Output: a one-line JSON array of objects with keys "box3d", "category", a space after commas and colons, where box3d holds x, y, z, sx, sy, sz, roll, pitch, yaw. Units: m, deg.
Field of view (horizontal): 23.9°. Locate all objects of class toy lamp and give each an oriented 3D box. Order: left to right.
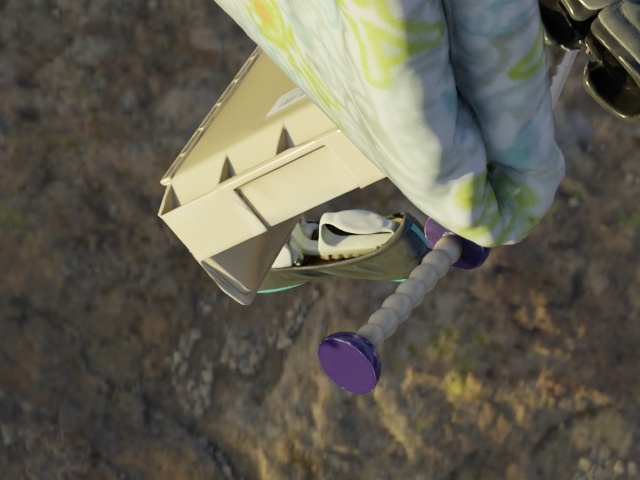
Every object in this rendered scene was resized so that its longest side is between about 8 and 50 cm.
[{"box3d": [0.101, 0.042, 1.554, 0.080, 0.080, 0.274, 31, 50, 16], "category": "toy lamp"}]

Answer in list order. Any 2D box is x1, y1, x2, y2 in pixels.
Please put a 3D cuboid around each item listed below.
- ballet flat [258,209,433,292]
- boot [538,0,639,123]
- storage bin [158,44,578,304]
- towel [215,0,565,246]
[{"box3d": [0.000, 0.000, 1.817, 0.281, 0.096, 0.095, -6, 46, 22], "category": "ballet flat"}, {"box3d": [0.182, -0.194, 0.907, 0.161, 0.083, 0.246, -21, 65, -18], "category": "boot"}, {"box3d": [0.040, -0.098, 1.149, 0.123, 0.262, 0.260, 51, 40, -20], "category": "storage bin"}, {"box3d": [-0.038, -0.203, 0.613, 0.090, 0.374, 0.320, -30, 49, -8], "category": "towel"}]
